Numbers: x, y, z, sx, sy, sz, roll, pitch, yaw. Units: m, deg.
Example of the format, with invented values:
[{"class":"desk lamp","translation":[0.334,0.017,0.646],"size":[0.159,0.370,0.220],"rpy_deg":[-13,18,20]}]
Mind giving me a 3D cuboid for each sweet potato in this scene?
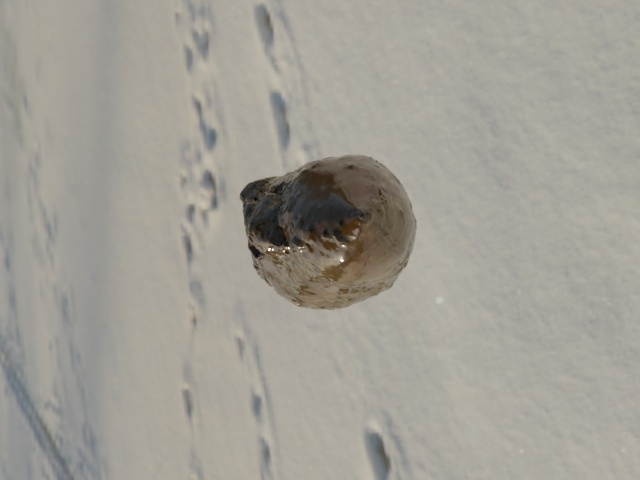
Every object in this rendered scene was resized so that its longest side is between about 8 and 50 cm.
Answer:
[{"class":"sweet potato","translation":[0.000,0.000,0.406],"size":[0.206,0.068,0.060],"rpy_deg":[105,-170,-77]}]
